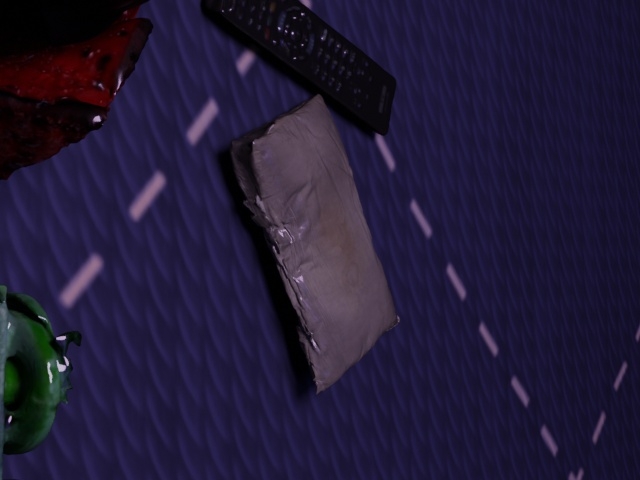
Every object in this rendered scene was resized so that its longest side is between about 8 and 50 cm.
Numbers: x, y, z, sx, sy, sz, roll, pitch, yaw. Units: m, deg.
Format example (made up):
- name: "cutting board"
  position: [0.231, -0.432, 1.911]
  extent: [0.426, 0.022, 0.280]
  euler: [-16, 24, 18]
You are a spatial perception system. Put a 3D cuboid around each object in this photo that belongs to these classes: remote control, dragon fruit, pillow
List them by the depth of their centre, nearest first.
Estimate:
- name: "dragon fruit"
  position: [-0.167, -0.138, 0.776]
  extent: [0.092, 0.122, 0.192]
  euler: [49, 52, -26]
- name: "pillow"
  position: [0.000, 0.000, 1.027]
  extent: [0.148, 0.050, 0.230]
  euler: [-38, 117, -49]
- name: "remote control"
  position: [-0.010, -0.163, 1.043]
  extent: [0.245, 0.025, 0.063]
  euler: [31, 59, -47]

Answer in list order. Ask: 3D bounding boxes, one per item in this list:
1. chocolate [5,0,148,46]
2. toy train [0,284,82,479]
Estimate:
- name: "chocolate"
  position: [-0.098, -0.268, 0.657]
  extent: [0.283, 0.186, 0.284]
  euler: [34, 51, -57]
- name: "toy train"
  position: [-0.225, 0.115, 0.623]
  extent: [0.132, 0.188, 0.243]
  euler: [4, 83, -47]
